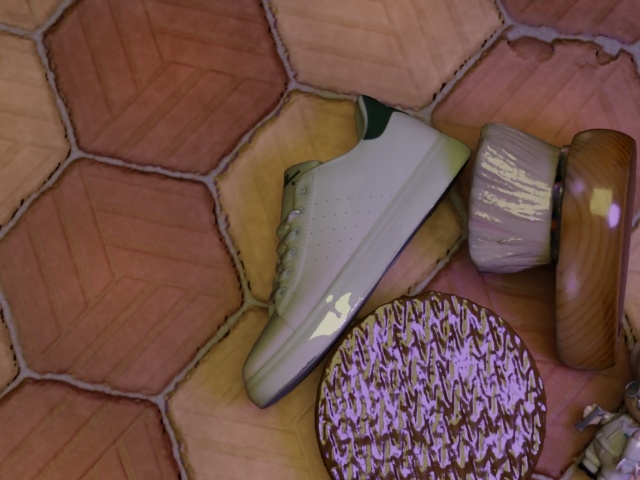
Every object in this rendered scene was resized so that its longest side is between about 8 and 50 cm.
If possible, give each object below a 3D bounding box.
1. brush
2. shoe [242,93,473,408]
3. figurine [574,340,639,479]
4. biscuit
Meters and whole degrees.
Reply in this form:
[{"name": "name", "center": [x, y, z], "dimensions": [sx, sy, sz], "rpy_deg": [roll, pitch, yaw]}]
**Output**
[{"name": "brush", "center": [0.247, 0.007, 1.691], "dimensions": [0.166, 0.174, 0.266], "rpy_deg": [3, 99, 14]}, {"name": "shoe", "center": [0.000, 0.000, 1.691], "dimensions": [0.160, 0.132, 0.363], "rpy_deg": [37, 77, 6]}, {"name": "figurine", "center": [0.361, 0.172, 1.665], "dimensions": [0.112, 0.137, 0.229], "rpy_deg": [30, 102, -33]}, {"name": "biscuit", "center": [0.117, 0.184, 1.683], "dimensions": [0.262, 0.037, 0.262], "rpy_deg": [0, 88, -11]}]
